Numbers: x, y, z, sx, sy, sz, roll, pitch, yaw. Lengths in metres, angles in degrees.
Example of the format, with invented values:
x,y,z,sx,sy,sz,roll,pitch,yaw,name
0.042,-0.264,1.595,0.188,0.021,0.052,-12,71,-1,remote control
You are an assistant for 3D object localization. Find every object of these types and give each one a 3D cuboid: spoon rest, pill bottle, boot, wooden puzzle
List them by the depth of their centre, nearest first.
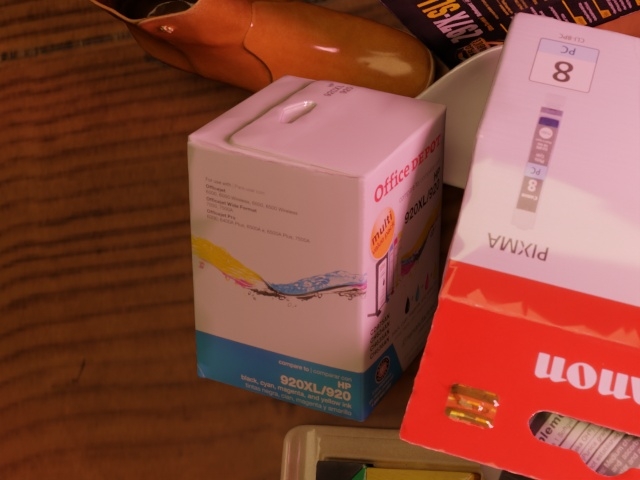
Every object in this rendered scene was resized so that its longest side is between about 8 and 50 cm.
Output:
x,y,z,sx,sy,sz,roll,pitch,yaw,name
0.242,0.174,1.109,0.318,0.176,0.176,40,96,24,pill bottle
0.069,0.280,1.232,0.238,0.044,0.221,0,80,22,wooden puzzle
0.113,-0.095,1.257,0.276,0.084,0.137,-12,93,22,spoon rest
-0.057,-0.190,1.282,0.295,0.211,0.104,10,85,23,boot

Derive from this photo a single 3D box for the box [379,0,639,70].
x,y,z,sx,sy,sz,roll,pitch,yaw,name
0.180,-0.250,1.136,0.257,0.322,0.079,-17,75,19,box

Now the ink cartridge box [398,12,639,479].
x,y,z,sx,sy,sz,roll,pitch,yaw,name
0.254,0.012,1.059,0.308,0.091,0.385,14,56,9,ink cartridge box

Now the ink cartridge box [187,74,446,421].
x,y,z,sx,sy,sz,roll,pitch,yaw,name
0.000,0.000,1.190,0.168,0.171,0.233,13,121,24,ink cartridge box
